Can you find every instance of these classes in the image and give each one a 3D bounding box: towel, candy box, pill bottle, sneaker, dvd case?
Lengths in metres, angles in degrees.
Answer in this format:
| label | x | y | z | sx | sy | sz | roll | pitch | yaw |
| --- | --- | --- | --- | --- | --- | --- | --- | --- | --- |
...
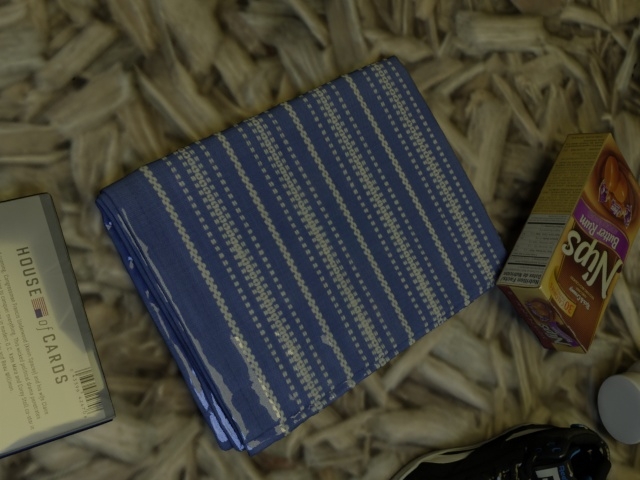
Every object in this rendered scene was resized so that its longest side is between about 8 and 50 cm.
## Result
| label | x | y | z | sx | sy | sz | roll | pitch | yaw |
| --- | --- | --- | --- | --- | --- | --- | --- | --- | --- |
| towel | 0.000 | 0.000 | 0.848 | 0.336 | 0.040 | 0.243 | -29 | 91 | -31 |
| candy box | 0.246 | 0.001 | 0.942 | 0.109 | 0.053 | 0.187 | 48 | 62 | -35 |
| pill bottle | 0.353 | 0.151 | 0.961 | 0.160 | 0.087 | 0.087 | -6 | 82 | -28 |
| sneaker | 0.152 | 0.204 | 0.825 | 0.217 | 0.121 | 0.079 | -21 | 88 | -29 |
| dvd case | -0.281 | 0.077 | 0.683 | 0.238 | 0.029 | 0.179 | -15 | 86 | -30 |
